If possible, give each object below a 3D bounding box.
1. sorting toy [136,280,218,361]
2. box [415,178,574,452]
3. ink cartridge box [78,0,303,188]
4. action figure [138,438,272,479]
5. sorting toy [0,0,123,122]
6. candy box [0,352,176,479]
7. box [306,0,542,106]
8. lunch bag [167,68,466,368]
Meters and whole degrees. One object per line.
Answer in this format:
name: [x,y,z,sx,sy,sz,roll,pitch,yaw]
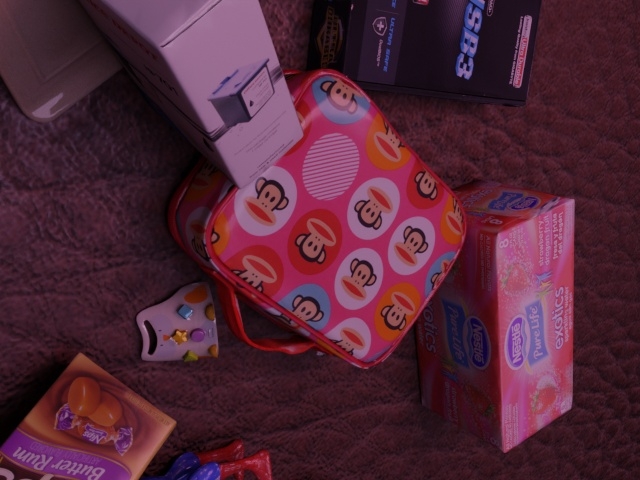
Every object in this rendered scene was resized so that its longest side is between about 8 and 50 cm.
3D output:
sorting toy: [-0.142,0.091,0.695,0.075,0.045,0.083,-8,109,-15]
box: [0.220,0.090,0.894,0.142,0.154,0.299,-22,116,-31]
ink cartridge box: [-0.100,-0.145,0.535,0.082,0.140,0.190,-44,157,-8]
action figure: [-0.182,0.290,0.676,0.281,0.091,0.139,0,86,-37]
sorting toy: [-0.190,-0.205,0.527,0.347,0.047,0.196,-45,161,-20]
candy box: [-0.221,0.202,0.587,0.109,0.053,0.186,38,55,-7]
box: [0.135,-0.305,0.766,0.293,0.073,0.295,-2,105,-36]
lunch bag: [0.000,0.000,0.716,0.293,0.120,0.258,43,75,-36]
